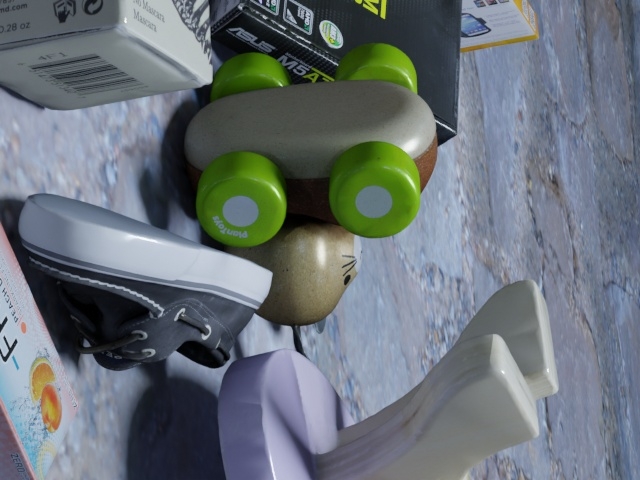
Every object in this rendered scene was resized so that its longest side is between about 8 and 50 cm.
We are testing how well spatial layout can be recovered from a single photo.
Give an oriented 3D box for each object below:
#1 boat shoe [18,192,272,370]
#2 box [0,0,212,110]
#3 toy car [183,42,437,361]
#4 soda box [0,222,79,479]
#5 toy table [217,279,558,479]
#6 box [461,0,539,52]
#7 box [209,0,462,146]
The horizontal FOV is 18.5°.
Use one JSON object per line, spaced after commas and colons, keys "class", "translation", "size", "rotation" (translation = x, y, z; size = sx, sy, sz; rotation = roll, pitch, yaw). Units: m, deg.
{"class": "boat shoe", "translation": [-0.092, 0.030, 0.993], "size": [0.228, 0.080, 0.076], "rotation": [22, 87, -73]}
{"class": "box", "translation": [-0.120, -0.211, 0.962], "size": [0.113, 0.094, 0.275], "rotation": [27, 58, -68]}
{"class": "toy car", "translation": [0.000, 0.000, 1.184], "size": [0.155, 0.149, 0.188], "rotation": [-87, 173, -58]}
{"class": "soda box", "translation": [-0.162, 0.017, 0.790], "size": [0.058, 0.063, 0.183], "rotation": [-68, 145, -55]}
{"class": "toy table", "translation": [0.064, 0.148, 1.109], "size": [0.274, 0.161, 0.252], "rotation": [50, 29, -59]}
{"class": "box", "translation": [0.139, -0.208, 1.750], "size": [0.136, 0.081, 0.028], "rotation": [42, 43, -63]}
{"class": "box", "translation": [0.015, -0.175, 1.301], "size": [0.184, 0.045, 0.190], "rotation": [26, 51, -28]}
